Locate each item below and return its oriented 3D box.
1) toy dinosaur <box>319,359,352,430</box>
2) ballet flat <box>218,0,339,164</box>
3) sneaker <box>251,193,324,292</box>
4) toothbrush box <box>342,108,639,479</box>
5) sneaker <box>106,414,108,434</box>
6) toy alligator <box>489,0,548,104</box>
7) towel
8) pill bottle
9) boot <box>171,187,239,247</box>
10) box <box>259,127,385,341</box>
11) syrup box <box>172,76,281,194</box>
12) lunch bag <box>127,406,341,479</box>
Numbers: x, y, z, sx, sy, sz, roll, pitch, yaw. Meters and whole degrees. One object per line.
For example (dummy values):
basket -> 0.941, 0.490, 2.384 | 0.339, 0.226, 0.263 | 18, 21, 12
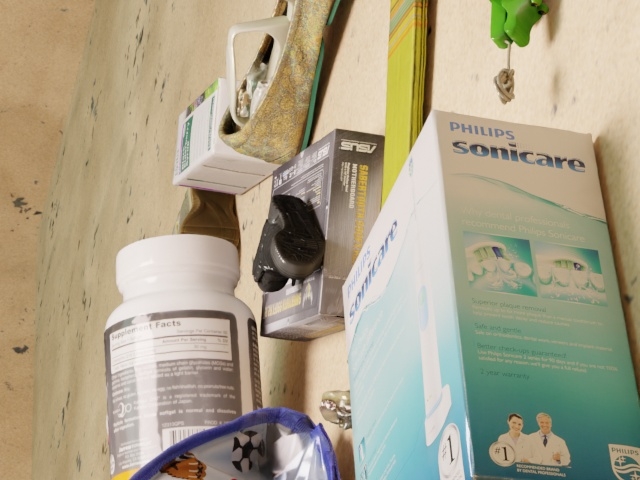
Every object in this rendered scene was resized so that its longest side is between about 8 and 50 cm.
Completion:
toy dinosaur -> 0.068, 0.083, 1.531 | 0.268, 0.064, 0.118 | 136, 133, -63
ballet flat -> -0.037, -0.244, 1.978 | 0.123, 0.123, 0.348 | -110, 32, -60
sneaker -> -0.035, 0.018, 1.742 | 0.170, 0.051, 0.089 | -102, 24, -61
toothbrush box -> 0.108, 0.094, 1.239 | 0.216, 0.126, 0.295 | 114, 157, -48
sneaker -> -0.118, 0.290, 2.040 | 0.108, 0.169, 0.292 | -19, 91, 33
toy alligator -> 0.152, -0.187, 1.384 | 0.051, 0.056, 0.190 | -21, 51, 25
towel -> 0.081, -0.151, 1.684 | 0.102, 0.021, 0.237 | 130, 145, -72
pill bottle -> -0.142, 0.145, 1.894 | 0.162, 0.162, 0.278 | 131, 137, -63
boot -> -0.162, 0.026, 2.365 | 0.213, 0.077, 0.165 | -92, 18, -51
box -> 0.000, 0.000, 1.821 | 0.231, 0.056, 0.183 | 151, 124, -71
syrup box -> -0.110, -0.123, 2.216 | 0.237, 0.096, 0.093 | 157, 120, -71
lunch bag -> -0.109, 0.372, 1.663 | 0.385, 0.239, 0.328 | -53, -19, -58
